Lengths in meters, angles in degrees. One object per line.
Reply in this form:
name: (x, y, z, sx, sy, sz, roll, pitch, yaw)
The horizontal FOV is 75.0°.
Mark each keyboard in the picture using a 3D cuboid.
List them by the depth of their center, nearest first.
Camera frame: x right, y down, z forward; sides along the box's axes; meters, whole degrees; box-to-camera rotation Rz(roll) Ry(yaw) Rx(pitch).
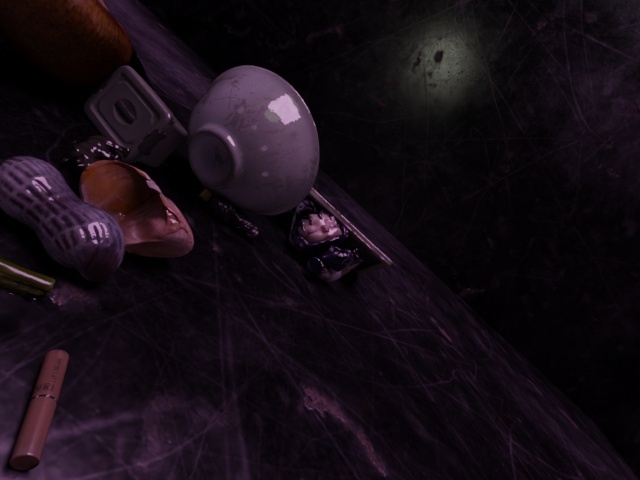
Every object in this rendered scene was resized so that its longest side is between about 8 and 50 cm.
keyboard: (-0.421, -0.392, 0.960, 0.087, 0.017, 0.250, 43, -19, 18)

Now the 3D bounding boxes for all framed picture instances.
framed picture: (0.032, -0.027, 1.143, 0.324, 0.020, 0.240, 43, -18, -6)

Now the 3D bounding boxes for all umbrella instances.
umbrella: (-0.183, -0.051, 0.837, 0.144, 0.040, 0.037, 41, -13, -26)

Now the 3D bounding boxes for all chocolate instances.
chocolate: (-0.279, -0.025, 0.449, 0.167, 0.072, 0.072, 41, 14, 3)

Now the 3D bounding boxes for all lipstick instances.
lipstick: (-0.209, 0.123, 0.315, 0.019, 0.019, 0.094, 33, 17, -34)

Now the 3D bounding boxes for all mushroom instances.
mushroom: (-0.475, -0.436, 0.702, 0.346, 0.259, 0.345, 34, 4, -2)

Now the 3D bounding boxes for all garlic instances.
garlic: (-0.247, -0.046, 0.557, 0.174, 0.099, 0.124, 46, 0, 13)

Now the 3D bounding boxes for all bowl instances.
bowl: (-0.171, -0.175, 0.830, 0.313, 0.313, 0.146, 45, 38, 5)

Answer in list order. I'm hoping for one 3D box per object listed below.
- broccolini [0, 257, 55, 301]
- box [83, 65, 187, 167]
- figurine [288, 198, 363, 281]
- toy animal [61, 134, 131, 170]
broccolini: (-0.328, -0.038, 0.376, 0.272, 0.062, 0.123, 39, 29, 5)
box: (-0.336, -0.223, 0.780, 0.172, 0.124, 0.093, 49, 5, 16)
figurine: (0.000, 0.000, 1.022, 0.145, 0.145, 0.222, 25, 29, -50)
toy animal: (-0.340, -0.126, 0.627, 0.065, 0.047, 0.135, 32, 19, -19)
